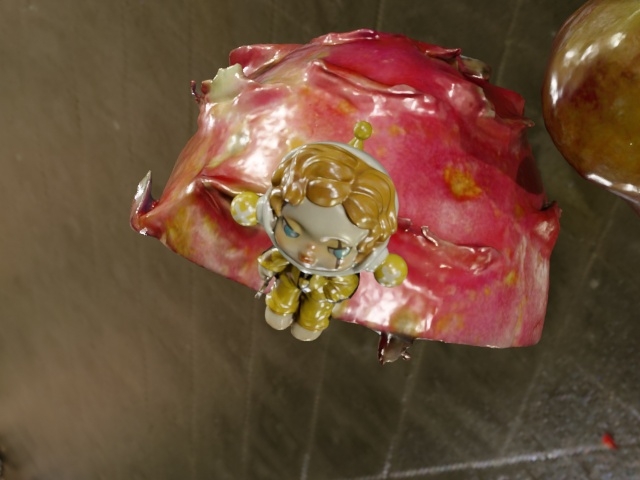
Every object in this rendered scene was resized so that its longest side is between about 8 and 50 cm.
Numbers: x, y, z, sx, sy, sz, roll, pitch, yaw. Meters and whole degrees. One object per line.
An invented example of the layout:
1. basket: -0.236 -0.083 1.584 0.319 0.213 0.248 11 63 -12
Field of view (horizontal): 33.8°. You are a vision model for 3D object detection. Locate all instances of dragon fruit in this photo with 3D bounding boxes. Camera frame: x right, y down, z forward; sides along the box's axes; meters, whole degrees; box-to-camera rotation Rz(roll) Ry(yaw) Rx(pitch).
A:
1. dragon fruit: 0.042 -0.058 0.931 0.371 0.386 0.249 -144 69 -69

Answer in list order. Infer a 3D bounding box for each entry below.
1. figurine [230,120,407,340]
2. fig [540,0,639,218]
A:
1. figurine: 0.004 0.003 0.617 0.101 0.068 0.143 5 129 21
2. fig: 0.293 -0.111 0.684 0.290 0.190 0.191 -13 109 31
